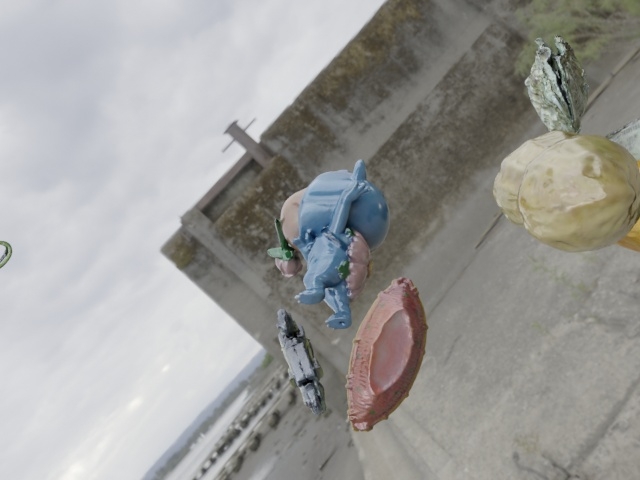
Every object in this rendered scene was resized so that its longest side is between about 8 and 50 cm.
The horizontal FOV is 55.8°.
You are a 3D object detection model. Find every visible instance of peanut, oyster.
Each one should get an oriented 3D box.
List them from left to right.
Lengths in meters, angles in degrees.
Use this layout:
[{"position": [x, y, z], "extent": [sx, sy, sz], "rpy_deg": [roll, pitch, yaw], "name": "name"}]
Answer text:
[{"position": [0.577, -0.366, 1.473], "extent": [0.112, 0.198, 0.268], "rpy_deg": [-14, 57, 44], "name": "oyster"}, {"position": [0.236, -0.054, 0.596], "extent": [0.274, 0.125, 0.111], "rpy_deg": [-33, -59, -74], "name": "peanut"}]

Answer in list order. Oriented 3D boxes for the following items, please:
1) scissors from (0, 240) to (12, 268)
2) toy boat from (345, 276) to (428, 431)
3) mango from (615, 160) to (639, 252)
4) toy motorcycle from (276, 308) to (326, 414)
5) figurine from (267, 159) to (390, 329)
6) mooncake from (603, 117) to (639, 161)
[{"position": [-0.602, 0.058, 0.971], "extent": [0.020, 0.133, 0.187], "rpy_deg": [7, 66, 59], "name": "scissors"}, {"position": [0.128, 0.218, 1.169], "extent": [0.099, 0.140, 0.318], "rpy_deg": [99, -170, -77], "name": "toy boat"}, {"position": [0.491, -0.029, 0.779], "extent": [0.176, 0.316, 0.119], "rpy_deg": [-18, -61, -50], "name": "mango"}, {"position": [-0.034, 0.216, 1.076], "extent": [0.061, 0.194, 0.124], "rpy_deg": [-22, -13, -3], "name": "toy motorcycle"}, {"position": [-0.002, 0.003, 0.636], "extent": [0.144, 0.114, 0.178], "rpy_deg": [-10, 45, 22], "name": "figurine"}, {"position": [0.713, -0.187, 1.280], "extent": [0.254, 0.249, 0.136], "rpy_deg": [147, 125, -68], "name": "mooncake"}]
